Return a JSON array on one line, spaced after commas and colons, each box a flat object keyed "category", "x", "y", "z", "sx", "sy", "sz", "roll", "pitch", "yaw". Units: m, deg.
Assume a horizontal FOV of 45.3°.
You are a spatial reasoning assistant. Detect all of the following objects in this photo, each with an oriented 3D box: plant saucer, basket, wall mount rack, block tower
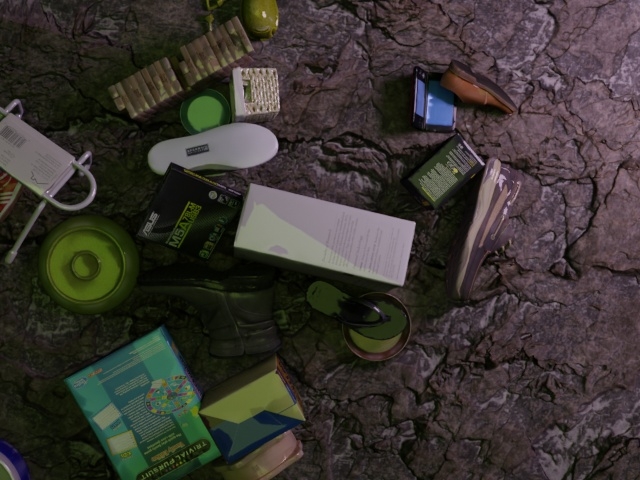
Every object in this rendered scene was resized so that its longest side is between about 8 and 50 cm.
[{"category": "plant saucer", "x": 0.135, "y": 0.208, "z": 1.869, "sx": 0.168, "sy": 0.029, "sz": 0.168, "roll": 0, "pitch": 92, "yaw": -5}, {"category": "basket", "x": -0.153, "y": -0.330, "z": 1.763, "sx": 0.103, "sy": 0.167, "sz": 0.113, "roll": -4, "pitch": 92, "yaw": -8}, {"category": "wall mount rack", "x": -0.691, "y": -0.138, "z": 1.722, "sx": 0.350, "sy": 0.130, "sz": 0.304, "roll": 37, "pitch": 69, "yaw": -4}, {"category": "plant saucer", "x": -0.273, "y": -0.300, "z": 1.824, "sx": 0.119, "sy": 0.021, "sz": 0.119, "roll": 0, "pitch": 91, "yaw": -2}, {"category": "block tower", "x": -0.310, "y": -0.384, "z": 1.764, "sx": 0.335, "sy": 0.097, "sz": 0.091, "roll": -27, "pitch": 89, "yaw": 6}, {"category": "plant saucer", "x": -0.551, "y": 0.058, "z": 1.812, "sx": 0.241, "sy": 0.037, "sz": 0.241, "roll": 0, "pitch": 92, "yaw": -4}]

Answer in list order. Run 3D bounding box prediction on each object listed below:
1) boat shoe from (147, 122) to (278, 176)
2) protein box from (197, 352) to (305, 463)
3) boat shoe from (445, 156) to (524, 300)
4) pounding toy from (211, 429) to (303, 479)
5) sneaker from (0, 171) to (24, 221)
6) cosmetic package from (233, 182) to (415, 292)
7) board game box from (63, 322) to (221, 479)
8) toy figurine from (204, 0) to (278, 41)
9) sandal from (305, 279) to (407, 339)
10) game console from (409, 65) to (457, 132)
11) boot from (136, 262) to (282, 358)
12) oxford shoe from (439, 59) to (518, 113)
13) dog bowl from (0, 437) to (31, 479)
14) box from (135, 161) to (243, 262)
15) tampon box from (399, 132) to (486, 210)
[{"category": "boat shoe", "x": -0.244, "y": -0.198, "z": 1.790, "sx": 0.301, "sy": 0.102, "sz": 0.108, "roll": -12, "pitch": 83, "yaw": 3}, {"category": "protein box", "x": -0.155, "y": 0.381, "z": 1.768, "sx": 0.200, "sy": 0.201, "sz": 0.136, "roll": -29, "pitch": 94, "yaw": -2}, {"category": "boat shoe", "x": 0.400, "y": -0.018, "z": 1.829, "sx": 0.130, "sy": 0.132, "sz": 0.355, "roll": 17, "pitch": 92, "yaw": -4}, {"category": "pounding toy", "x": -0.150, "y": 0.556, "z": 1.813, "sx": 0.269, "sy": 0.154, "sz": 0.155, "roll": -30, "pitch": 94, "yaw": -21}, {"category": "sneaker", "x": -0.744, "y": -0.105, "z": 1.790, "sx": 0.067, "sy": 0.042, "sz": 0.118, "roll": 29, "pitch": 82, "yaw": -8}, {"category": "cosmetic package", "x": 0.000, "y": 0.000, "z": 1.751, "sx": 0.385, "sy": 0.217, "sz": 0.156, "roll": 12, "pitch": 81, "yaw": -3}, {"category": "board game box", "x": -0.404, "y": 0.405, "z": 1.814, "sx": 0.254, "sy": 0.079, "sz": 0.336, "roll": -28, "pitch": 94, "yaw": -3}, {"category": "toy figurine", "x": -0.191, "y": -0.648, "z": 1.721, "sx": 0.191, "sy": 0.217, "sz": 0.362, "roll": -3, "pitch": 92, "yaw": -4}, {"category": "sandal", "x": 0.084, "y": 0.172, "z": 1.822, "sx": 0.255, "sy": 0.054, "sz": 0.097, "roll": 19, "pitch": 91, "yaw": -4}, {"category": "game console", "x": 0.272, "y": -0.336, "z": 1.833, "sx": 0.085, "sy": 0.124, "sz": 0.144, "roll": 4, "pitch": 92, "yaw": 22}, {"category": "boot", "x": -0.263, "y": 0.175, "z": 1.800, "sx": 0.338, "sy": 0.118, "sz": 0.222, "roll": 2, "pitch": 108, "yaw": 10}, {"category": "oxford shoe", "x": 0.380, "y": -0.354, "z": 1.847, "sx": 0.212, "sy": 0.076, "sz": 0.076, "roll": 26, "pitch": 121, "yaw": -17}, {"category": "dog bowl", "x": -0.817, "y": 0.587, "z": 1.780, "sx": 0.265, "sy": 0.104, "sz": 0.264, "roll": 0, "pitch": 92, "yaw": -5}, {"category": "box", "x": -0.301, "y": -0.061, "z": 1.766, "sx": 0.184, "sy": 0.045, "sz": 0.190, "roll": 23, "pitch": 111, "yaw": -27}, {"category": "tampon box", "x": 0.287, "y": -0.158, "z": 1.820, "sx": 0.161, "sy": 0.120, "sz": 0.101, "roll": -42, "pitch": 94, "yaw": -1}]
